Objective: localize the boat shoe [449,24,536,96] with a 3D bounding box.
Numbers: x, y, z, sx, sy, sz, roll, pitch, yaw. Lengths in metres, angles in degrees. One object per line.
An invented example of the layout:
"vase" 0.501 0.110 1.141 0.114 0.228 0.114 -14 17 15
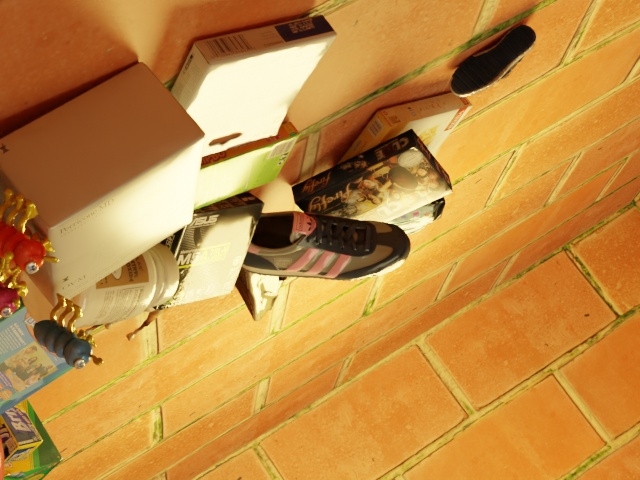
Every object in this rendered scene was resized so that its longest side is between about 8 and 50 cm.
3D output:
"boat shoe" 0.310 -0.309 2.030 0.183 0.066 0.066 -34 164 -5

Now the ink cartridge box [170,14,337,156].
"ink cartridge box" -0.111 -0.203 1.541 0.223 0.045 0.224 -21 158 -39

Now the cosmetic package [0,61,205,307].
"cosmetic package" -0.276 -0.065 1.404 0.224 0.138 0.224 -35 163 -25

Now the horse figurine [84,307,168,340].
"horse figurine" -0.316 0.102 1.923 0.174 0.066 0.263 -38 163 11

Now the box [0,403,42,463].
"box" -0.517 0.272 1.810 0.054 0.169 0.059 -43 161 22

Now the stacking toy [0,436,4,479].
"stacking toy" -0.467 0.331 1.329 0.351 0.480 0.350 -33 162 -12

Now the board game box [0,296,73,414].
"board game box" -0.477 0.174 1.721 0.210 0.047 0.160 -32 132 -10

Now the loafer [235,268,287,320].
"loafer" -0.112 0.075 2.179 0.092 0.102 0.268 -26 161 -11

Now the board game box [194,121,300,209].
"board game box" -0.156 -0.102 1.742 0.259 0.039 0.124 -26 160 -37

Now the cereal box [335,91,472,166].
"cereal box" 0.153 -0.188 2.078 0.240 0.047 0.173 -19 156 -42

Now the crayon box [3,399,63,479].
"crayon box" -0.584 0.346 1.887 0.081 0.165 0.278 -44 162 25

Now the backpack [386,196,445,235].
"backpack" 0.132 -0.069 2.187 0.182 0.152 0.115 -15 130 -17

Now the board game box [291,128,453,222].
"board game box" 0.094 -0.092 2.027 0.243 0.042 0.165 -25 142 18

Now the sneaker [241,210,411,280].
"sneaker" 0.000 0.000 1.989 0.319 0.112 0.131 -3 152 2

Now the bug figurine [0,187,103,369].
"bug figurine" -0.362 0.044 1.330 0.072 0.216 0.279 -49 149 -27

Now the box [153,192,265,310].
"box" -0.192 0.016 1.873 0.191 0.045 0.184 -11 132 -53

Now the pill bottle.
"pill bottle" -0.320 0.058 1.686 0.131 0.131 0.229 -44 161 25
